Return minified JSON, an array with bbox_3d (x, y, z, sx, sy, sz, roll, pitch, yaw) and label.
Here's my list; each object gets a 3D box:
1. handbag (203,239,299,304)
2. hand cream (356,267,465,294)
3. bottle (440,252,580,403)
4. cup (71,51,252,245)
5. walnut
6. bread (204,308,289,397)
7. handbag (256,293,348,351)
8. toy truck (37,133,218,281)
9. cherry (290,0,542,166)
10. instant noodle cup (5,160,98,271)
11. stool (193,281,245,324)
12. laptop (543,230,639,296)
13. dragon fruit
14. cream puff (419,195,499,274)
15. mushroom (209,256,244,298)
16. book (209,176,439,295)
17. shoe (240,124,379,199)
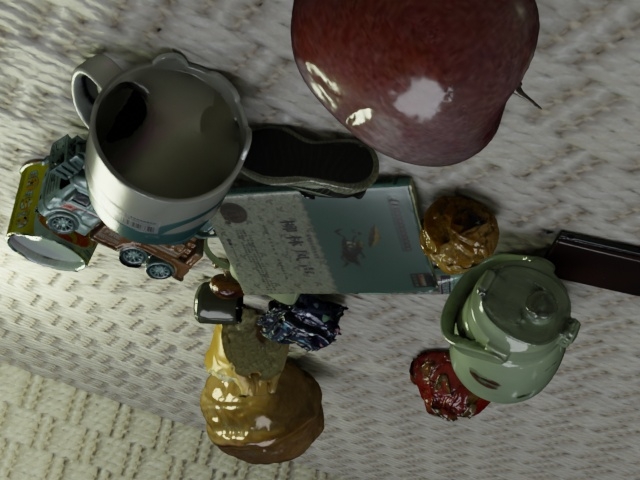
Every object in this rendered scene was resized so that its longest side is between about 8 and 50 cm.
[{"bbox_3d":[-0.124,0.026,1.787,0.219,0.079,0.256,23,156,-1],"label":"handbag"},{"bbox_3d":[0.153,0.073,1.755,0.331,0.058,0.085,-1,148,8],"label":"hand cream"},{"bbox_3d":[0.325,0.147,1.604,0.229,0.229,0.351,10,160,11],"label":"bottle"},{"bbox_3d":[-0.257,-0.141,1.356,0.289,0.219,0.257,46,154,2],"label":"cup"},{"bbox_3d":[-0.146,0.453,2.469,0.344,0.306,0.306,3,154,39],"label":"walnut"},{"bbox_3d":[-0.183,0.291,2.220,0.184,0.211,0.224,11,151,-10],"label":"bread"},{"bbox_3d":[-0.044,0.176,2.017,0.162,0.113,0.260,26,162,-9],"label":"handbag"},{"bbox_3d":[-0.338,-0.072,1.620,0.338,0.133,0.184,29,130,-32],"label":"toy truck"},{"bbox_3d":[0.097,-0.208,0.985,0.307,0.221,0.261,31,155,8],"label":"cherry"},{"bbox_3d":[-0.501,-0.041,1.751,0.205,0.153,0.205,13,155,6],"label":"instant noodle cup"},{"bbox_3d":[-0.227,0.144,2.072,0.110,0.096,0.096,6,155,8],"label":"stool"},{"bbox_3d":[0.482,0.043,1.543,0.207,0.026,0.154,13,158,5],"label":"laptop"},{"bbox_3d":[0.312,0.364,2.178,0.224,0.148,0.218,-3,151,35],"label":"dragon fruit"},{"bbox_3d":[0.224,-0.014,1.459,0.133,0.119,0.104,-9,140,-14],"label":"cream puff"},{"bbox_3d":[-0.202,0.085,1.955,0.088,0.073,0.129,29,168,41],"label":"mushroom"},{"bbox_3d":[0.000,0.000,1.587,0.379,0.031,0.264,-2,136,21],"label":"book"},{"bbox_3d":[-0.020,-0.107,1.416,0.228,0.099,0.112,8,163,12],"label":"shoe"}]
